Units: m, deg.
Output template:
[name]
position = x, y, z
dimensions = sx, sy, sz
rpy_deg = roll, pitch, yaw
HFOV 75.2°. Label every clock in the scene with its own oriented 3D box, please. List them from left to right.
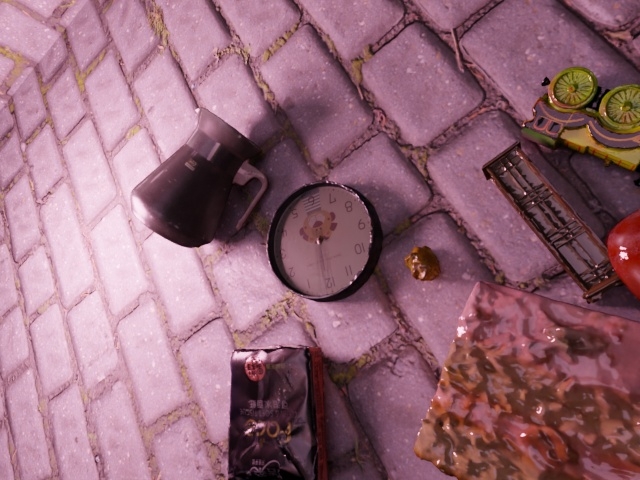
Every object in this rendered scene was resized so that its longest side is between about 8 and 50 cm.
[clock]
position = 0.001, -0.001, 1.049
dimensions = 0.312, 0.061, 0.313
rpy_deg = -6, 78, 27

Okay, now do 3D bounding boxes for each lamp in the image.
[lamp]
position = 0.447, -0.038, 0.804
dimensions = 0.089, 0.090, 0.326
rpy_deg = -36, 66, 18

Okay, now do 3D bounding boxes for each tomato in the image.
[tomato]
position = 0.595, 0.023, 0.659
dimensions = 0.227, 0.101, 0.228
rpy_deg = 2, 69, -6

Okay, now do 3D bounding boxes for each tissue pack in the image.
[tissue pack]
position = -0.102, 0.419, 0.993
dimensions = 0.244, 0.123, 0.333
rpy_deg = -9, 77, 29

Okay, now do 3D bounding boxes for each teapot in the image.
[teapot]
position = -0.322, -0.157, 1.162
dimensions = 0.300, 0.253, 0.344
rpy_deg = 35, 94, -5

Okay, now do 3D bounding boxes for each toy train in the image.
[toy train]
position = 0.543, -0.214, 0.781
dimensions = 0.296, 0.100, 0.161
rpy_deg = 33, 104, 28

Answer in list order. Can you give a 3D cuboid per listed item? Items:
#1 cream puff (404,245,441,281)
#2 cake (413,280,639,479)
[cream puff]
position = 0.227, 0.056, 0.925
dimensions = 0.083, 0.083, 0.058
rpy_deg = 29, 136, 17
[cake]
position = 0.353, 0.257, 0.692
dimensions = 0.314, 0.293, 0.307
rpy_deg = 17, 84, 25
